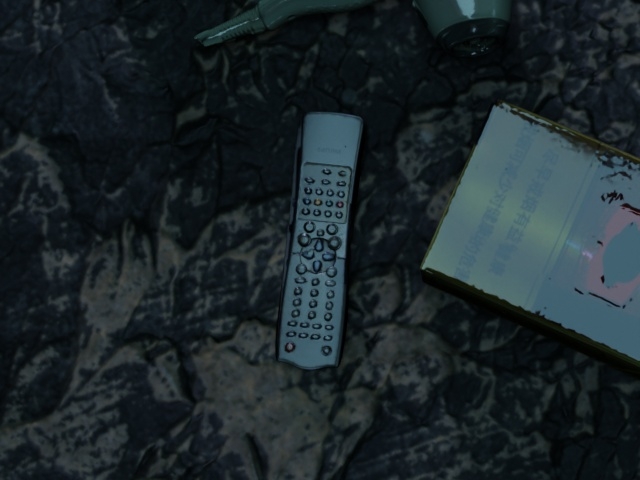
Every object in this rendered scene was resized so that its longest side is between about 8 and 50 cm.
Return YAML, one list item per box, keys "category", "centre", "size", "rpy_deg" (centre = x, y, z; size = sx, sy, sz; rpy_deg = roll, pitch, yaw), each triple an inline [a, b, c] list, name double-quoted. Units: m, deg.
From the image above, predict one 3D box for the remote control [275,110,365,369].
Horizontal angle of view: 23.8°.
- category: "remote control"
  centre: [0.000, 0.000, 1.241]
  size: [0.059, 0.028, 0.212]
  rpy_deg: [7, 88, 2]

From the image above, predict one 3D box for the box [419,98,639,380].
- category: "box"
  centre: [0.216, 0.006, 1.200]
  size: [0.240, 0.071, 0.159]
  rpy_deg: [25, 87, 7]

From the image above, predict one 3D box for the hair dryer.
- category: "hair dryer"
  centre: [0.030, -0.264, 1.237]
  size: [0.267, 0.092, 0.229]
  rpy_deg: [4, 80, 15]
